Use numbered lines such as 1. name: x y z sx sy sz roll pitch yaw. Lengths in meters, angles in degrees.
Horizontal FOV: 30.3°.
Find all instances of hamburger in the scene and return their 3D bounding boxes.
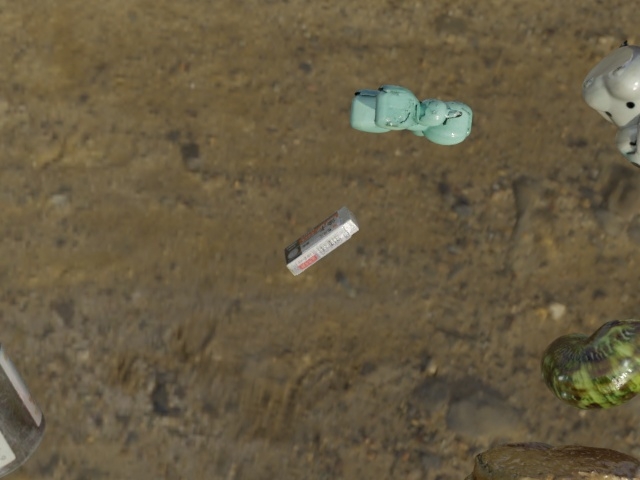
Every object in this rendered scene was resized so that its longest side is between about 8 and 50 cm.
1. hamburger: 0.297 0.376 1.546 0.245 0.211 0.260 7 10 22

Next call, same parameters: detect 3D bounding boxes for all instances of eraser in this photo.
1. eraser: 0.000 0.000 1.776 0.122 0.029 0.052 -36 27 11

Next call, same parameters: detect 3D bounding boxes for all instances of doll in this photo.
1. doll: 0.122 -0.160 1.524 0.159 0.159 0.059 7 89 -12
2. doll: 0.429 -0.171 1.579 0.107 0.110 0.180 -39 103 -35

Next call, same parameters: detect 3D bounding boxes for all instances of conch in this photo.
1. conch: 0.431 0.194 1.800 0.187 0.181 0.124 -9 79 2

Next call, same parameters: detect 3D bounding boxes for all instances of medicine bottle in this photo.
1. medicine bottle: -0.522 0.203 1.697 0.165 0.273 0.165 -16 29 9
